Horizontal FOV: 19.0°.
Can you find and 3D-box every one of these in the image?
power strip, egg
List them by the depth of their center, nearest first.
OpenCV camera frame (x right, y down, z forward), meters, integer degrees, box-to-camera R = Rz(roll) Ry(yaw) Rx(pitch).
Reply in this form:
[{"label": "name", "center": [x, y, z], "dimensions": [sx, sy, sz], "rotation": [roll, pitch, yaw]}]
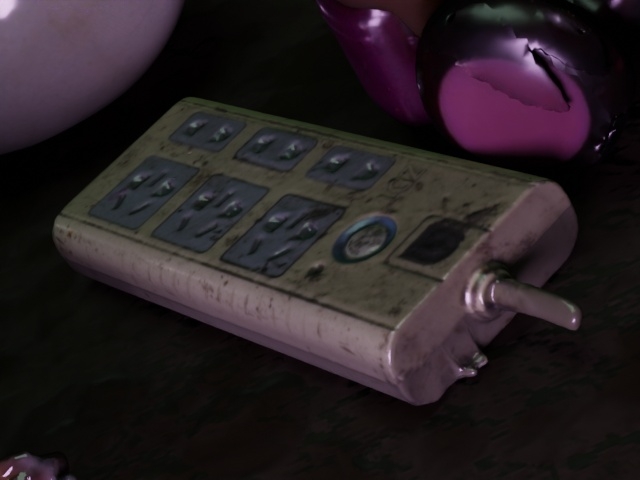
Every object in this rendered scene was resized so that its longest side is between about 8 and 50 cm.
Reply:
[{"label": "power strip", "center": [0.000, 0.000, 0.697], "dimensions": [0.092, 0.034, 0.268], "rotation": [-44, 34, -21]}, {"label": "egg", "center": [-0.159, -0.114, 0.878], "dimensions": [0.209, 0.151, 0.151], "rotation": [-24, 32, 12]}]

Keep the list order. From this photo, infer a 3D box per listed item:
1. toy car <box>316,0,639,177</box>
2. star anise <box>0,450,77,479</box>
[{"label": "toy car", "center": [0.115, -0.192, 0.672], "dimensions": [0.341, 0.240, 0.271], "rotation": [-9, 38, 30]}, {"label": "star anise", "center": [-0.188, 0.129, 0.636], "dimensions": [0.272, 0.102, 0.272], "rotation": [-8, 64, 17]}]
